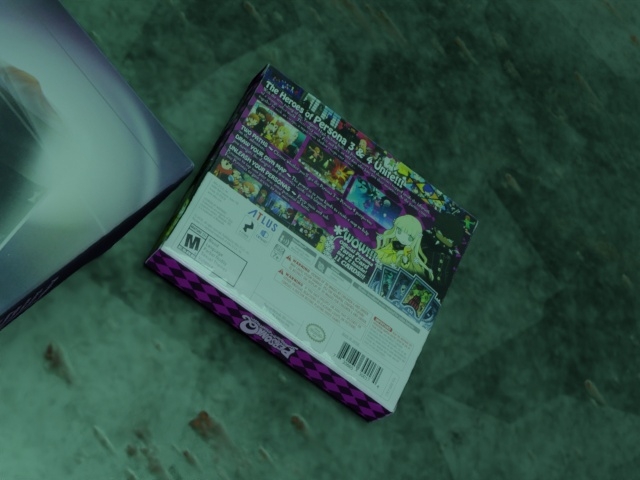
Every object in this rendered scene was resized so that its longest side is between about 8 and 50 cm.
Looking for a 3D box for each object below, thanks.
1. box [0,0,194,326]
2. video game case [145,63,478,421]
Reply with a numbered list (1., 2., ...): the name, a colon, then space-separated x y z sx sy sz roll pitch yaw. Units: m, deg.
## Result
1. box: -0.300 -0.060 1.030 0.296 0.183 0.294 50 53 -3
2. video game case: 0.000 0.000 1.264 0.232 0.042 0.210 35 56 -13
